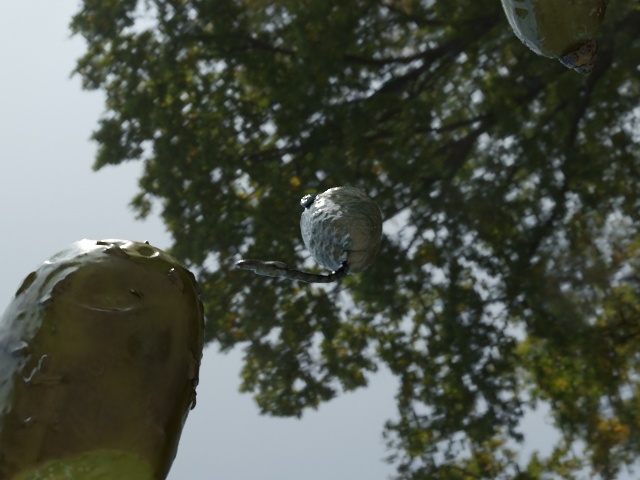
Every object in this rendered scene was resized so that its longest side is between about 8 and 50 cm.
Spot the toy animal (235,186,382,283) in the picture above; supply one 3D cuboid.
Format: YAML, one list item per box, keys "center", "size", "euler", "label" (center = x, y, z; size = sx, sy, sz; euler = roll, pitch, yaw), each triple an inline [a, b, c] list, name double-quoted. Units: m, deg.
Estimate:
- center: [0.007, 0.005, 0.889]
  size: [0.253, 0.079, 0.070]
  euler: [-52, -50, -68]
  label: "toy animal"

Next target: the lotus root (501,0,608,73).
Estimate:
- center: [0.194, -0.213, 0.867]
  size: [0.183, 0.090, 0.077]
  euler: [56, -161, -49]
  label: "lotus root"

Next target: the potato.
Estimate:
- center: [-0.178, 0.135, 0.700]
  size: [0.141, 0.176, 0.298]
  euler: [33, -102, -32]
  label: "potato"
